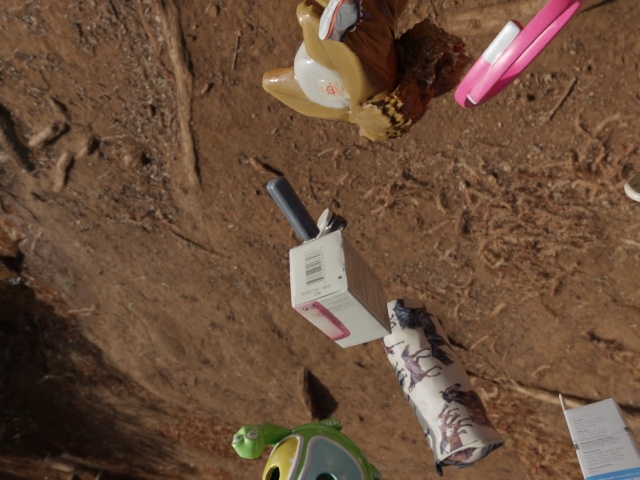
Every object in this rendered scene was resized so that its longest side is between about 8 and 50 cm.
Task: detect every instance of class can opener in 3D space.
[{"bbox_3d":[-0.053,-0.014,1.140,0.284,0.095,0.076,57,168,-15],"label":"can opener"}]

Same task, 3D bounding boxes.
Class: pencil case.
[{"bbox_3d":[0.257,0.324,1.130,0.159,0.410,0.184,-8,139,-20],"label":"pencil case"}]

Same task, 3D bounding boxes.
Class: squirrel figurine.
[{"bbox_3d":[0.130,-0.445,1.082,0.396,0.371,0.281,33,155,-7],"label":"squirrel figurine"}]

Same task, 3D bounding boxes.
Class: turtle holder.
[{"bbox_3d":[-0.028,0.531,1.069,0.243,0.320,0.227,-28,173,19],"label":"turtle holder"}]

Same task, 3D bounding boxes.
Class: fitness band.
[{"bbox_3d":[0.373,-0.357,0.895,0.054,0.209,0.291,51,148,8],"label":"fitness band"}]

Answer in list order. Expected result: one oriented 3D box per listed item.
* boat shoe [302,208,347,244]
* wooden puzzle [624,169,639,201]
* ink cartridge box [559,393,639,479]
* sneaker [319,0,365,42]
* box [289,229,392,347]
[{"bbox_3d":[0.000,0.000,1.950,0.096,0.117,0.324,23,135,-13],"label":"boat shoe"},{"bbox_3d":[0.752,-0.153,0.828,0.347,0.322,0.081,-8,99,42],"label":"wooden puzzle"},{"bbox_3d":[0.326,0.251,0.519,0.060,0.180,0.104,-27,100,23],"label":"ink cartridge box"},{"bbox_3d":[0.052,-0.402,0.806,0.064,0.061,0.158,12,155,-19],"label":"sneaker"},{"bbox_3d":[0.045,0.112,1.025,0.126,0.149,0.232,-21,139,19],"label":"box"}]
